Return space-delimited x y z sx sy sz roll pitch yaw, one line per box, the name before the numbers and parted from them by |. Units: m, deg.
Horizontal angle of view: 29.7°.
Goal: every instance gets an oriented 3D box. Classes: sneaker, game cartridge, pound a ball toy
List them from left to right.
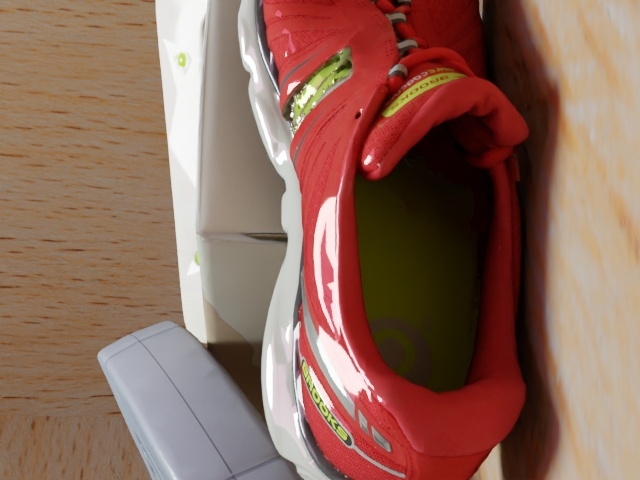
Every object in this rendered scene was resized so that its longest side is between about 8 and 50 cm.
game cartridge | -0.038 0.154 0.612 0.297 0.062 0.198 36 144 64
pound a ball toy | 0.000 -0.094 0.920 0.208 0.136 0.319 -12 -79 -52
sneaker | 0.036 -0.044 0.445 0.118 0.107 0.279 130 137 -64

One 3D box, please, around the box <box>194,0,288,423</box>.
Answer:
box | 0.000 0.000 0.666 0.311 0.121 0.148 97 175 -65
